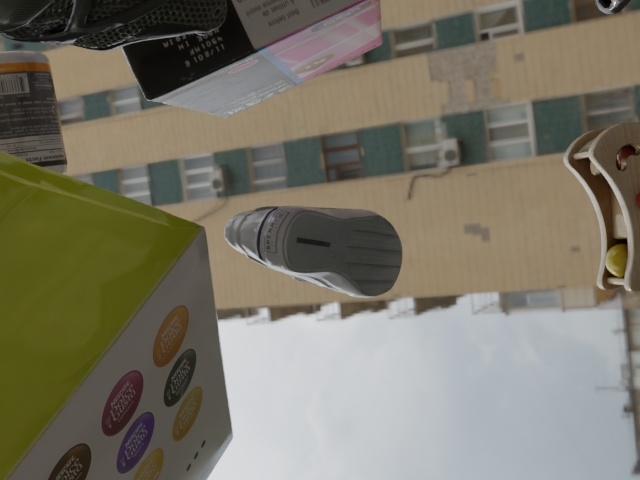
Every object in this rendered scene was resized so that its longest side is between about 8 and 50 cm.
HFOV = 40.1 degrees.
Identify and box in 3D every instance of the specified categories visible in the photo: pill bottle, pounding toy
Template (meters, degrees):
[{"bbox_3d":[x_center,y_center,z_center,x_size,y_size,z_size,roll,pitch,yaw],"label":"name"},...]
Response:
[{"bbox_3d":[-0.518,-0.170,1.477,0.162,0.162,0.278,-20,-75,-62],"label":"pill bottle"},{"bbox_3d":[0.406,-0.070,1.089,0.155,0.154,0.269,177,95,-78],"label":"pounding toy"}]

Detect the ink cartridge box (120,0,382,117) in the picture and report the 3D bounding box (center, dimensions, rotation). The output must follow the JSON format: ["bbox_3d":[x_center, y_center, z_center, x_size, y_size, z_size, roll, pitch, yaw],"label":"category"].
[{"bbox_3d":[-0.037,-0.172,0.760,0.371,0.176,0.069,-64,-50,-81],"label":"ink cartridge box"}]

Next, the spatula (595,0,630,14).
[{"bbox_3d":[0.256,-0.238,0.601,0.084,0.030,0.296,51,167,9],"label":"spatula"}]

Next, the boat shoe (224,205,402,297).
[{"bbox_3d":[0.000,0.000,0.818,0.226,0.076,0.083,22,-98,-57],"label":"boat shoe"}]

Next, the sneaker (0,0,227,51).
[{"bbox_3d":[-0.066,-0.174,0.400,0.087,0.227,0.130,52,-161,19],"label":"sneaker"}]

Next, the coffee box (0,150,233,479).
[{"bbox_3d":[-0.309,0.149,0.729,0.334,0.338,0.337,91,-155,-48],"label":"coffee box"}]
